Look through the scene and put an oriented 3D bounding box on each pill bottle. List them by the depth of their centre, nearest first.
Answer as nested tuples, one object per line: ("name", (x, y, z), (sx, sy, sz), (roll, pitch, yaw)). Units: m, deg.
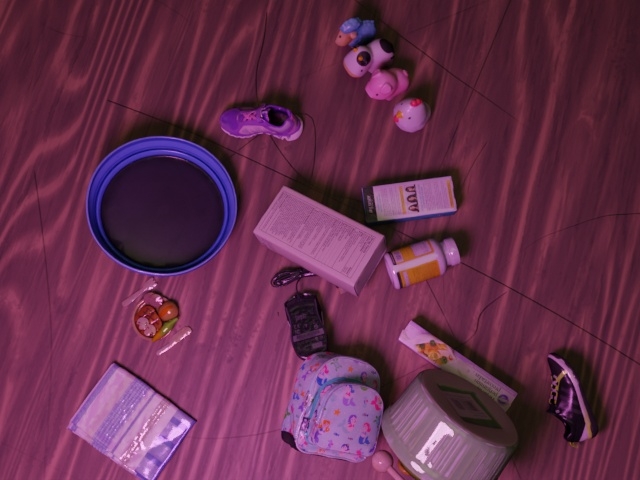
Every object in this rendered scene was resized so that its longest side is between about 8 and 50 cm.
("pill bottle", (0.268, 0.055, 1.687), (0.184, 0.103, 0.103), (-18, 79, 0))

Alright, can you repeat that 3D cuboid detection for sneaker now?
("sneaker", (0.611, 0.402, 1.610), (0.097, 0.084, 0.234), (-21, 79, 1))
("sneaker", (-0.170, -0.340, 1.788), (0.237, 0.104, 0.095), (5, 81, 6))

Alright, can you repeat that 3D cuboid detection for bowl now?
("bowl", (-0.423, -0.089, 1.726), (0.392, 0.077, 0.390), (3, 74, -11))

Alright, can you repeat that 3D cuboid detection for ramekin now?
("ramekin", (0.309, 0.439, 1.495), (0.303, 0.303, 0.148), (32, 107, 9))

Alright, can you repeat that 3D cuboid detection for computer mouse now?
("computer mouse", (-0.009, 0.183, 1.708), (0.184, 0.060, 0.261), (-21, 70, 0))

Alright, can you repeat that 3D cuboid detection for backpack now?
("backpack", (0.040, 0.406, 1.584), (0.225, 0.191, 0.253), (21, 74, -27))

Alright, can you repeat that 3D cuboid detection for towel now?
("towel", (-0.500, 0.483, 1.695), (0.285, 0.034, 0.209), (33, 81, 7))

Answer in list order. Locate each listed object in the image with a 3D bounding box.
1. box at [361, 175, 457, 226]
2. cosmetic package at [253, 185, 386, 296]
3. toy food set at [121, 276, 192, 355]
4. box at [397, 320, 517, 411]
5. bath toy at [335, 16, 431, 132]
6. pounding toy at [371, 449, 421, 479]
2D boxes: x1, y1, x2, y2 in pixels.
("box", (0.238, -0.105, 1.739), (0.245, 0.060, 0.100), (-7, 79, 2))
("cosmetic package", (0.000, 0.000, 1.679), (0.310, 0.113, 0.160), (29, 76, 17))
("toy food set", (-0.451, 0.206, 1.738), (0.132, 0.038, 0.192), (-39, 79, -4))
("box", (0.347, 0.323, 1.651), (0.324, 0.067, 0.063), (34, 84, 8))
("bath toy", (0.177, -0.453, 1.774), (0.151, 0.129, 0.348), (-32, 80, -3))
("pounding toy", (0.243, 0.564, 1.578), (0.183, 0.237, 0.110), (41, 127, 32))
